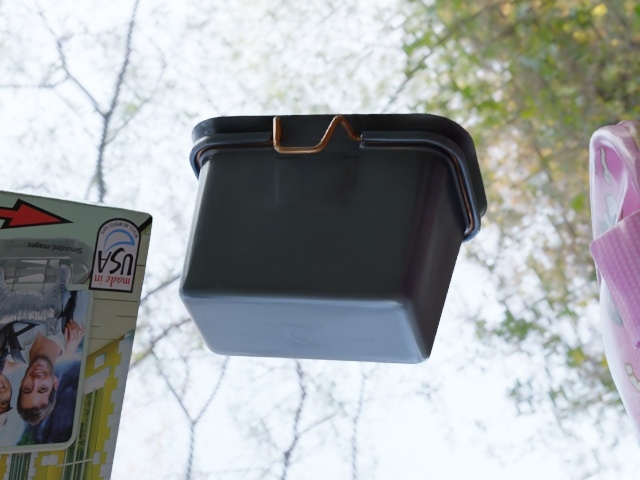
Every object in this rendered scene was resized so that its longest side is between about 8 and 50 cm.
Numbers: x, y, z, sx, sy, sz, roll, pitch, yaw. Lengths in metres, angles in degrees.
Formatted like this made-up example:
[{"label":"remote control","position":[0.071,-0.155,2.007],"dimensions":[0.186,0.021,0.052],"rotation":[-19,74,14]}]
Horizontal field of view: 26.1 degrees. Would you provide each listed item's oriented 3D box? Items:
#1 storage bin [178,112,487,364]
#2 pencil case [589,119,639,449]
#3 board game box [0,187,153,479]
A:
[{"label":"storage bin","position":[0.000,0.000,0.622],"dimensions":[0.098,0.135,0.091],"rotation":[69,-153,-51]},{"label":"pencil case","position":[0.289,0.000,0.500],"dimensions":[0.160,0.386,0.167],"rotation":[-97,-5,-57]},{"label":"board game box","position":[-0.205,0.075,0.466],"dimensions":[0.317,0.046,0.213],"rotation":[7,-88,-48]}]
